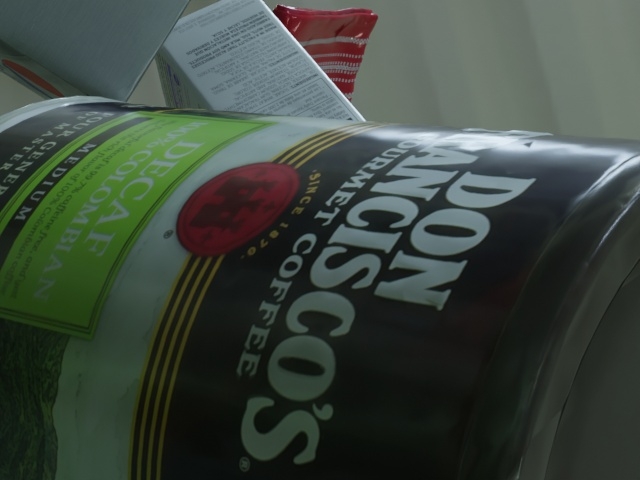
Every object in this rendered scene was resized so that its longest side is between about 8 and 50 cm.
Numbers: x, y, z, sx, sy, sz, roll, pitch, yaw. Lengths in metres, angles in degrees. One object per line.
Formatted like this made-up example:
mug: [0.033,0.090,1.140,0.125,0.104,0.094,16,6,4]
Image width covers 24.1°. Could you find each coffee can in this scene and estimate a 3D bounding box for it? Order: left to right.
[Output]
coffee can: [0.005,0.059,0.493,0.275,0.201,0.201,8,-75,42]

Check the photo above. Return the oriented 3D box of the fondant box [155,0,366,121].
fondant box: [0.000,0.000,1.147,0.330,0.096,0.238,53,-17,34]

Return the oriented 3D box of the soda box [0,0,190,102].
soda box: [-0.089,-0.209,0.870,0.286,0.098,0.091,-59,-169,-10]

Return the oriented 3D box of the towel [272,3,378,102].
towel: [-0.025,-0.104,1.508,0.031,0.199,0.275,21,-75,24]
